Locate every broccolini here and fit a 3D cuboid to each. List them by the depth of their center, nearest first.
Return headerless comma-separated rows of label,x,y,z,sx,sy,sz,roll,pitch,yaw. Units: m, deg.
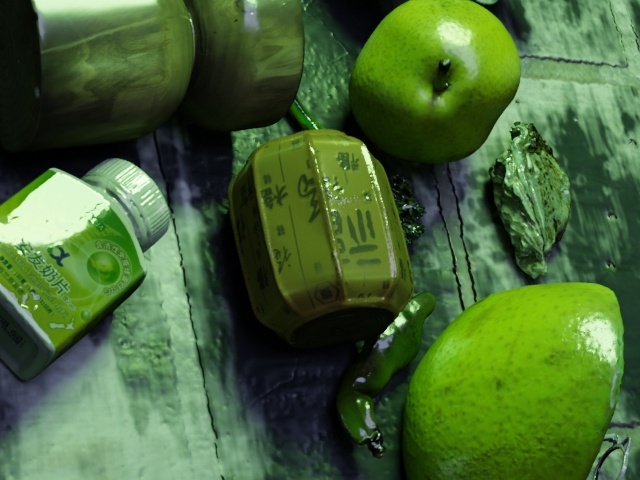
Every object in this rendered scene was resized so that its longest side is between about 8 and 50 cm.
broccolini,0.020,-0.100,1.501,0.254,0.057,0.071,52,16,0

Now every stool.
stool,-0.172,-0.180,1.356,0.264,0.179,0.179,-8,70,-32

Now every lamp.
lamp,0.000,0.000,1.375,0.161,0.161,0.185,-1,63,-30

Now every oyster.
oyster,0.228,-0.052,1.592,0.125,0.064,0.177,43,41,-21

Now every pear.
pear,0.178,0.142,1.346,0.139,0.239,0.288,24,55,-17
pear,0.117,-0.159,1.488,0.166,0.180,0.216,48,8,-7

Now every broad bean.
broad bean,0.058,0.121,1.409,0.061,0.046,0.195,23,51,-1

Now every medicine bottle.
medicine bottle,-0.224,0.012,1.281,0.132,0.088,0.188,46,53,0

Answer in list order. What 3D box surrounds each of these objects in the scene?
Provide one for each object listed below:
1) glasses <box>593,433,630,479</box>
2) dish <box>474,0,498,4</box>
glasses,0.244,0.234,1.446,0.104,0.062,0.140,29,54,-12
dish,0.142,-0.381,1.604,0.303,0.120,0.303,18,30,-11
